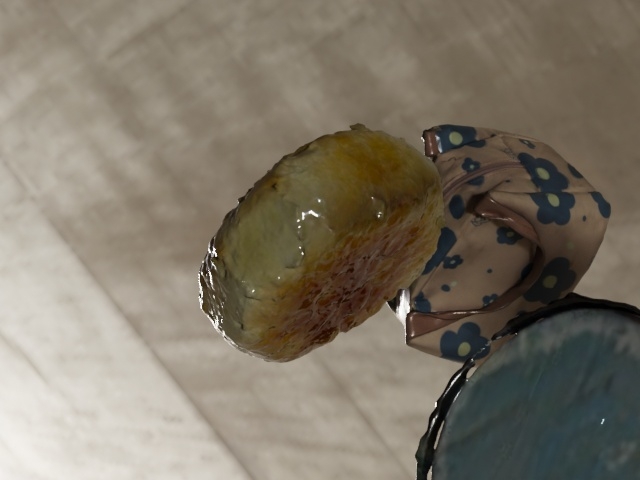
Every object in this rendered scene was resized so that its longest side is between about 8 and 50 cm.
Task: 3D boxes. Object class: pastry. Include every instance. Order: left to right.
[{"bbox_3d":[0.000,0.000,1.260,0.192,0.093,0.182,-26,154,-32],"label":"pastry"}]

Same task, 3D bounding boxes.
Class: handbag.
[{"bbox_3d":[0.165,0.009,1.909,0.190,0.193,0.251,49,-63,43],"label":"handbag"}]

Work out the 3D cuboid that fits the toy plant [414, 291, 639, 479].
[{"bbox_3d":[0.254,0.197,1.257,0.247,0.332,0.247,-23,-126,36],"label":"toy plant"}]
